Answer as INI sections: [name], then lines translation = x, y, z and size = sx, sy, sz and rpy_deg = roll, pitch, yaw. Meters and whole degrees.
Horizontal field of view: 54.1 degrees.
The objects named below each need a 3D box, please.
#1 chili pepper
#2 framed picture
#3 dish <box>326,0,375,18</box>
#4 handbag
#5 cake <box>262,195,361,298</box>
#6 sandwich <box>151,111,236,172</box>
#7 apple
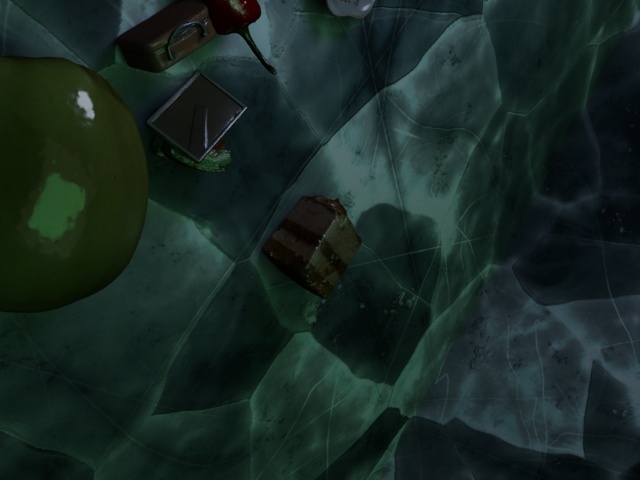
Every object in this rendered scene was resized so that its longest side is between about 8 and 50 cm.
[chili pepper]
translation = -0.206, -0.539, 1.422
size = 0.131, 0.134, 0.338
rpy_deg = -20, 121, -20
[framed picture]
translation = -0.285, -0.291, 1.461
size = 0.203, 0.150, 0.015
rpy_deg = -56, -174, -28
[dish]
translation = 0.066, -0.706, 1.663
size = 0.229, 0.081, 0.229
rpy_deg = -20, 122, -34
[handbag]
translation = -0.326, -0.438, 1.344
size = 0.193, 0.151, 0.072
rpy_deg = -39, 136, -23
[cake]
translation = 0.000, 0.000, 1.883
size = 0.293, 0.198, 0.196
rpy_deg = -53, 136, -13
[sandwich]
translation = -0.296, -0.252, 1.506
size = 0.185, 0.109, 0.160
rpy_deg = 7, 101, -42
[apple]
translation = -0.524, -0.107, 1.092
size = 0.473, 0.473, 0.473
rpy_deg = -23, 126, -37
